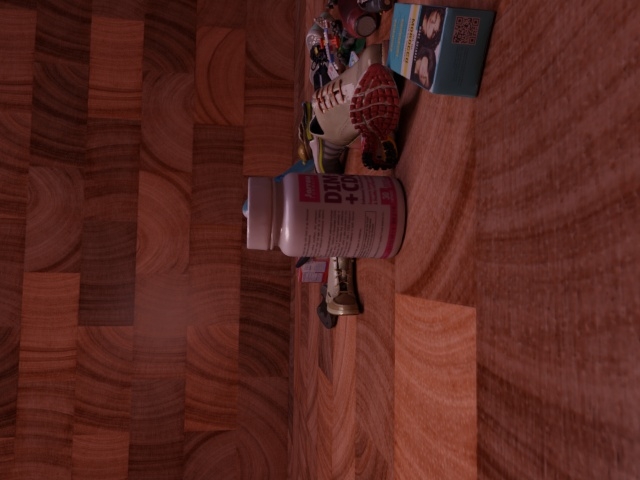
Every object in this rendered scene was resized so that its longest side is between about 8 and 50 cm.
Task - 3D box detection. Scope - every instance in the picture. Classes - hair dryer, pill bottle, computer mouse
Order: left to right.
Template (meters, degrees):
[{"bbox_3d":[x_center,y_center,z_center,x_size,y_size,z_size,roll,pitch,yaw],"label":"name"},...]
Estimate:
[{"bbox_3d":[0.004,-0.047,0.912,0.160,0.282,0.161,-179,90,-81],"label":"pill bottle"},{"bbox_3d":[0.026,-0.465,1.493,0.188,0.072,0.273,-126,29,-66],"label":"computer mouse"},{"bbox_3d":[0.108,-0.569,1.066,0.293,0.080,0.224,-165,82,-69],"label":"hair dryer"}]

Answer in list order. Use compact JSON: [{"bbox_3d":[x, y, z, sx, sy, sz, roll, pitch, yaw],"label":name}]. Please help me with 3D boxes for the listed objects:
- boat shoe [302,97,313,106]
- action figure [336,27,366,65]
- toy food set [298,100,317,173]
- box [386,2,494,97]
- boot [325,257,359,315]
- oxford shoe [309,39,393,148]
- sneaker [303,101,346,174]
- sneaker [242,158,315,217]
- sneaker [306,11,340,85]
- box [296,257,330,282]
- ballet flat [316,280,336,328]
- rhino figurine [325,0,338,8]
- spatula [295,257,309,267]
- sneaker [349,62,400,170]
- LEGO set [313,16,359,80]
[{"bbox_3d":[-0.019,-0.450,1.758,0.258,0.088,0.109,103,155,-69],"label":"boat shoe"},{"bbox_3d":[0.072,-0.541,1.314,0.232,0.063,0.137,-174,82,-85],"label":"action figure"},{"bbox_3d":[-0.043,-0.289,1.371,0.192,0.038,0.133,75,-165,-46],"label":"toy food set"},{"bbox_3d":[0.156,-0.277,0.679,0.244,0.060,0.101,-104,17,-62],"label":"box"},{"bbox_3d":[0.058,0.100,1.246,0.213,0.077,0.165,-137,52,-80],"label":"boot"},{"bbox_3d":[0.059,-0.296,1.044,0.397,0.146,0.141,126,145,-75],"label":"oxford shoe"},{"bbox_3d":[0.037,-0.269,1.346,0.300,0.121,0.111,66,-158,-62],"label":"sneaker"},{"bbox_3d":[-0.074,-0.109,1.505,0.127,0.319,0.208,32,153,54],"label":"sneaker"},{"bbox_3d":[0.023,-0.633,1.618,0.256,0.094,0.151,79,-151,-59],"label":"sneaker"},{"bbox_3d":[0.000,0.000,1.466,0.123,0.128,0.257,-99,13,-49],"label":"box"},{"bbox_3d":[0.032,0.199,1.496,0.084,0.058,0.250,45,152,27],"label":"ballet flat"},{"bbox_3d":[0.060,-0.727,1.366,0.243,0.073,0.107,-114,24,-68],"label":"rhino figurine"},{"bbox_3d":[0.010,0.008,1.329,0.296,0.030,0.084,-37,9,45],"label":"spatula"},{"bbox_3d":[0.099,-0.229,0.876,0.225,0.087,0.093,80,-167,-59],"label":"sneaker"},{"bbox_3d":[0.035,-0.460,1.268,0.182,0.060,0.244,103,145,-63],"label":"LEGO set"}]
